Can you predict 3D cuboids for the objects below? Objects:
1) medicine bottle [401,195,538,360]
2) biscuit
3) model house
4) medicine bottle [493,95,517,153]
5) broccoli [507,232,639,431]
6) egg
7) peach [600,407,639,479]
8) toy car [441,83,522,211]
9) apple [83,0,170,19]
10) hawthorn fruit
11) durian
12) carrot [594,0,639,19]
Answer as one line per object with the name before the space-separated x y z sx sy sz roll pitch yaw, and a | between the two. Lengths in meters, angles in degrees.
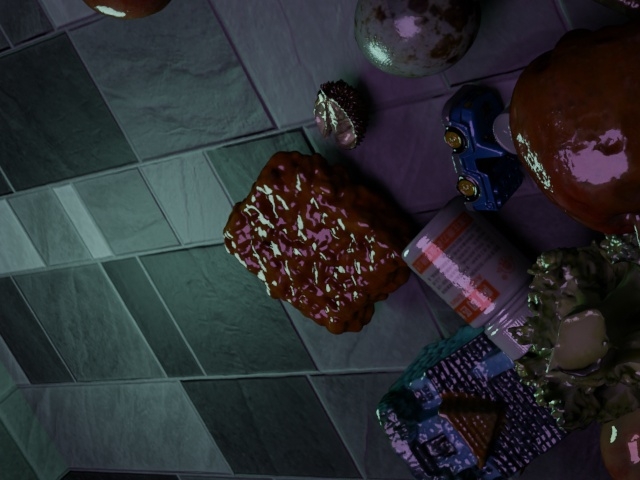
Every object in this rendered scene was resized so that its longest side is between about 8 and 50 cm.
medicine bottle | 0.259 0.060 2.172 0.252 0.144 0.144 42 142 3
biscuit | 0.000 0.000 2.377 0.318 0.110 0.312 42 138 2
model house | 0.277 0.292 2.291 0.261 0.226 0.241 51 135 -7
medicine bottle | 0.302 -0.179 1.933 0.080 0.130 0.080 26 138 26
broccoli | 0.432 0.107 1.946 0.317 0.339 0.277 45 -151 -80
egg | 0.130 -0.311 1.955 0.169 0.169 0.231 54 154 -7
peach | 0.533 0.316 2.110 0.233 0.232 0.232 25 137 26
toy car | 0.252 -0.133 2.048 0.100 0.097 0.191 3 125 37
apple | -0.315 -0.458 2.237 0.188 0.188 0.173 24 132 28
hawthorn fruit | 0.386 -0.124 1.758 0.277 0.277 0.298 -32 56 52
durian | 0.035 -0.213 2.206 0.110 0.071 0.140 25 153 35
carrot | 0.322 -0.362 1.814 0.342 0.070 0.070 32 139 18
